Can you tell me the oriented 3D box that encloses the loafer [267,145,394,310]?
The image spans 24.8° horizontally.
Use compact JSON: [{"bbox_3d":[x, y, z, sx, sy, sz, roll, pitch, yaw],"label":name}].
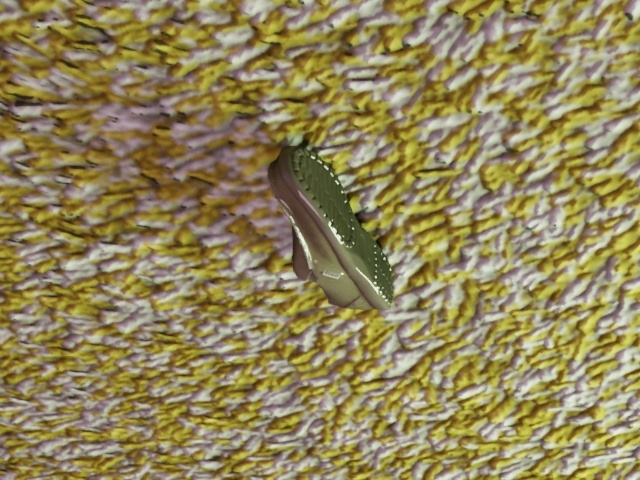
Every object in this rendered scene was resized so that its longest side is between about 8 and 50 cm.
[{"bbox_3d":[0.000,0.000,0.949,0.050,0.056,0.148,-18,129,19],"label":"loafer"}]
